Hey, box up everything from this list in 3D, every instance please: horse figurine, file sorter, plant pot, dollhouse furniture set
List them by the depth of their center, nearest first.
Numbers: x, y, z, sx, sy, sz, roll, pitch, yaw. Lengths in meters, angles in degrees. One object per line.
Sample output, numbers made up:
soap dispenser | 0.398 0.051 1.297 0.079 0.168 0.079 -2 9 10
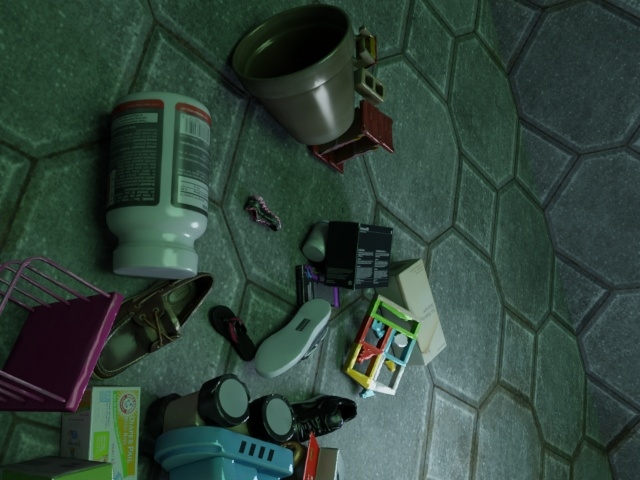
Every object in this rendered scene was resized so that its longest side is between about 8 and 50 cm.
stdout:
file sorter | -0.511 0.153 1.166 0.182 0.290 0.202 39 54 -36
horse figurine | -0.072 0.570 1.758 0.174 0.066 0.263 -47 140 -25
plant pot | -0.035 -0.421 1.887 0.280 0.323 0.323 63 39 -45
dollhouse furniture set | 0.096 -0.418 2.109 0.152 0.201 0.374 26 57 -45

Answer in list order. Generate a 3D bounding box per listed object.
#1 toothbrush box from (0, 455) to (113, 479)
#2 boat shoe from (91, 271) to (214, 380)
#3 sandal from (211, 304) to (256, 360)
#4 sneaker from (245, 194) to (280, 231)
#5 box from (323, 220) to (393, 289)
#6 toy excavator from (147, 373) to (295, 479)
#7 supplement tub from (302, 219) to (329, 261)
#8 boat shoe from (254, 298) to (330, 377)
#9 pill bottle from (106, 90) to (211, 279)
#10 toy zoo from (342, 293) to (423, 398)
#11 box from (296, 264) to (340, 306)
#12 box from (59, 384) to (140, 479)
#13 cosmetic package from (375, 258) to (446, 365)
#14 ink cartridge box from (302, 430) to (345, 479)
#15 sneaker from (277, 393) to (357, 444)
toothbrush box | -0.459 0.530 1.217 0.122 0.206 0.284 4 79 -51
boat shoe | -0.349 0.167 1.491 0.342 0.123 0.123 -41 114 -47
sandal | -0.203 0.223 1.725 0.179 0.040 0.067 56 45 -28
sneaker | -0.153 -0.061 1.847 0.119 0.047 0.057 50 54 -23
box | 0.114 0.043 2.041 0.261 0.103 0.185 6 92 -64
toy excavator | -0.165 0.561 1.486 0.433 0.222 0.446 33 45 -41
supplement tub | 0.000 0.000 1.997 0.071 0.071 0.107 53 46 -30
boat shoe | -0.066 0.274 1.843 0.301 0.108 0.102 -47 144 -47
pill bottle | -0.341 -0.110 1.489 0.210 0.210 0.363 14 73 -49
toy zoo | 0.180 0.331 2.103 0.192 0.030 0.293 31 76 -27
box | -0.006 0.130 1.996 0.162 0.029 0.116 8 76 -51
box | -0.427 0.383 1.367 0.114 0.103 0.203 12 74 -49
cosmetic package | 0.287 0.230 2.271 0.160 0.113 0.310 -30 105 -49
ink cartridge box | 0.003 0.643 1.740 0.239 0.060 0.275 75 20 -52
sneaker | -0.013 0.463 1.843 0.283 0.124 0.107 -14 93 -51
